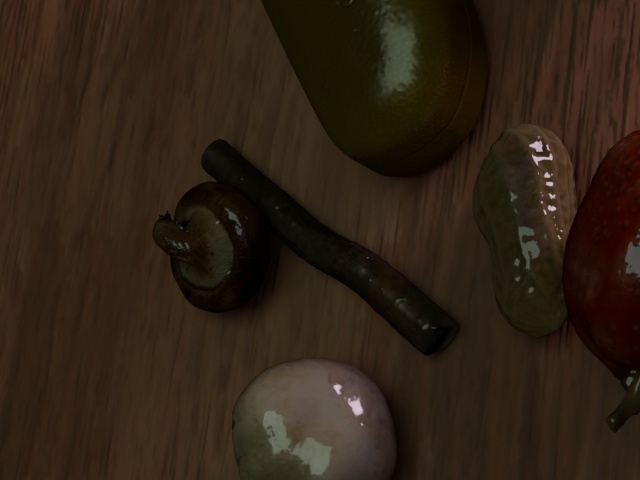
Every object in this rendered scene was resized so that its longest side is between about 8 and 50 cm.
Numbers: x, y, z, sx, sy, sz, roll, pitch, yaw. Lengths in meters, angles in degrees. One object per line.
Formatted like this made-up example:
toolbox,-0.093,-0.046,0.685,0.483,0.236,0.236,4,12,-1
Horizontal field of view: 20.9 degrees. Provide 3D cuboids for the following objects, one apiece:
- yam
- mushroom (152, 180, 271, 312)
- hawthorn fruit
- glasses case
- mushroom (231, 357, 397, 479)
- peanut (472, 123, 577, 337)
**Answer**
yam,0.000,0.000,1.629,0.045,0.045,0.327,-31,53,-29
mushroom,-0.099,0.009,1.643,0.127,0.087,0.127,16,112,44
hawthorn fruit,0.283,0.036,1.379,0.205,0.205,0.253,27,89,32
glasses case,0.033,-0.244,1.630,0.173,0.141,0.371,-32,63,16
mushroom,-0.007,0.179,1.540,0.154,0.122,0.154,5,61,-8
peanut,0.180,-0.010,1.511,0.093,0.083,0.194,-4,71,13
